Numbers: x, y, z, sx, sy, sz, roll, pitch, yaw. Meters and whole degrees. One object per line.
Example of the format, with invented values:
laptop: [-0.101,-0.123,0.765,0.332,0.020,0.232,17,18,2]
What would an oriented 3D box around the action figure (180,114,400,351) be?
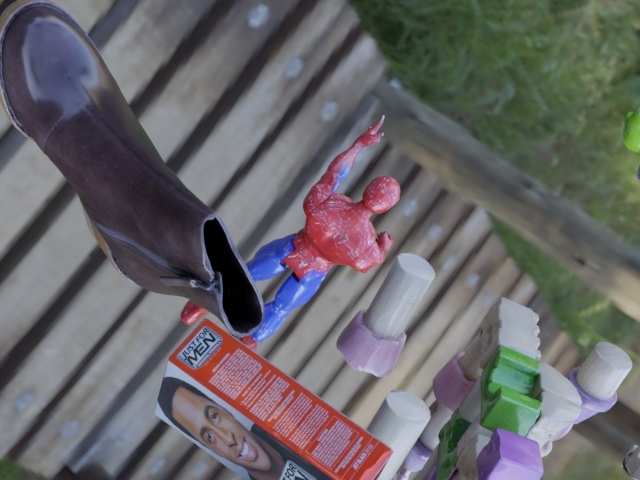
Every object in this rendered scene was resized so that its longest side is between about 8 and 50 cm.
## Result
action figure: [0.000,0.000,1.237,0.139,0.091,0.280,-44,-177,-40]

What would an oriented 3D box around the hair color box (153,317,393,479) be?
hair color box: [-0.031,0.117,0.883,0.043,0.141,0.072,-48,166,-35]

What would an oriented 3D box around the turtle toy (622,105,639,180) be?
turtle toy: [0.327,-0.067,1.344,0.095,0.066,0.130,-28,97,-58]

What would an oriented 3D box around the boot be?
boot: [-0.136,-0.056,1.074,0.090,0.207,0.248,-38,130,-23]

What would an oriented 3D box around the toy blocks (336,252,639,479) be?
toy blocks: [0.142,0.228,1.378,0.288,0.309,0.260,-80,-165,-58]
